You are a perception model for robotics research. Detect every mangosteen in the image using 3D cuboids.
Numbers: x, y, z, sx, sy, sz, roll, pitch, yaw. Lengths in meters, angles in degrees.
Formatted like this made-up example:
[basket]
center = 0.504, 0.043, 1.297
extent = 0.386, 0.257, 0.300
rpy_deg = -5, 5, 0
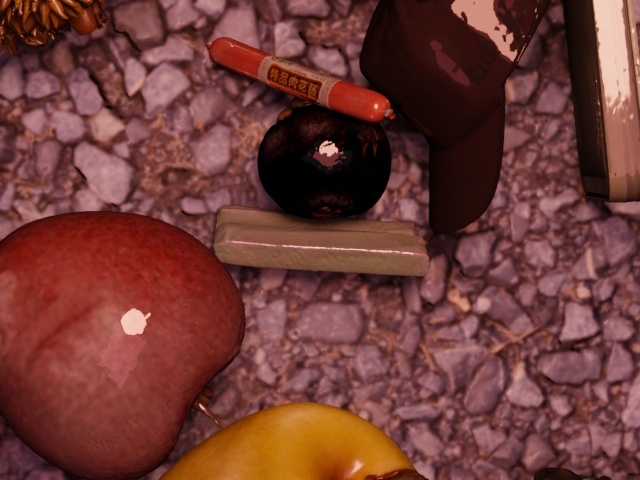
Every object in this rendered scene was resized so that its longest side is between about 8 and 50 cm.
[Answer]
[mangosteen]
center = 0.003, -0.096, 1.457
extent = 0.137, 0.137, 0.151
rpy_deg = -3, 68, -3

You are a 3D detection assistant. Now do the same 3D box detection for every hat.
[hat]
center = 0.098, -0.185, 1.407
extent = 0.209, 0.238, 0.336
rpy_deg = 15, 101, -6

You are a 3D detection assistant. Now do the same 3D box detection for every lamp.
[lamp]
center = 0.270, -0.171, 1.393
extent = 0.047, 0.269, 0.267
rpy_deg = -8, 93, 5

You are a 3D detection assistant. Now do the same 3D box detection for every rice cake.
[rice cake]
center = 0.001, 0.001, 1.483
extent = 0.221, 0.080, 0.042
rpy_deg = 4, 119, -3

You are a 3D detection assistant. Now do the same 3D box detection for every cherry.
[cherry]
center = -0.213, 0.092, 1.405
extent = 0.307, 0.221, 0.261
rpy_deg = 33, 81, 10

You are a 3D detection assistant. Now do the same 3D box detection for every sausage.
[sausage]
center = -0.023, -0.160, 1.430
extent = 0.253, 0.034, 0.034
rpy_deg = 23, 91, 35

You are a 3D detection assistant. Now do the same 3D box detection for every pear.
[pear]
center = -0.070, 0.297, 1.385
extent = 0.340, 0.191, 0.386
rpy_deg = -6, 131, -39

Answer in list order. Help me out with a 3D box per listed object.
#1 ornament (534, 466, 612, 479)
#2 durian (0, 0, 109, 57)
[ornament]
center = 0.318, 0.280, 1.432
extent = 0.202, 0.236, 0.080
rpy_deg = 16, 86, -5
[durian]
center = -0.273, -0.373, 1.317
extent = 0.347, 0.347, 0.384
rpy_deg = -20, 91, -2
